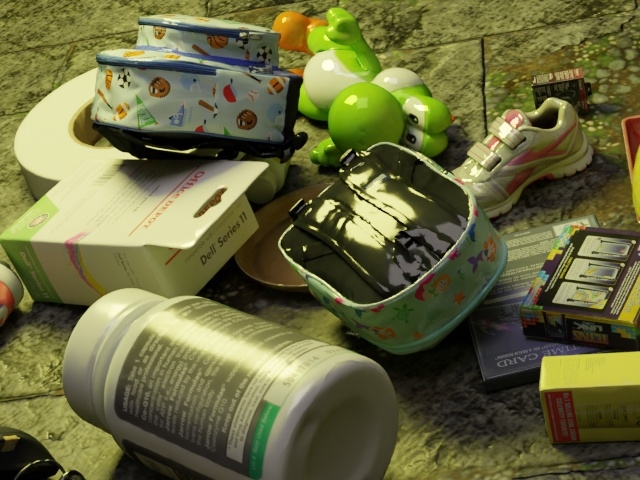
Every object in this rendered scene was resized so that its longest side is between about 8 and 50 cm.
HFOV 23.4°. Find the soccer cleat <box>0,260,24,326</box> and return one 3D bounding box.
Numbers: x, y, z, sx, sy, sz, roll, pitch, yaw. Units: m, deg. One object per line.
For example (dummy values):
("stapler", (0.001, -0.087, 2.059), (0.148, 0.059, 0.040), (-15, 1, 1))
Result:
("soccer cleat", (-0.569, 0.078, 2.145), (0.318, 0.109, 0.116), (5, 43, 23))

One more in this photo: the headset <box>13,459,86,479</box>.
("headset", (-0.411, 0.374, 1.665), (0.394, 0.185, 0.243), (-32, 31, 2))

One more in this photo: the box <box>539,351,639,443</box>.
("box", (0.357, 0.167, 1.663), (0.232, 0.087, 0.058), (-3, 36, 16))

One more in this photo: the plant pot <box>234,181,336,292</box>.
("plant pot", (0.000, 0.000, 2.091), (0.236, 0.032, 0.236), (-10, 35, 7))

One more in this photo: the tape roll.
("tape roll", (-0.286, -0.176, 2.422), (0.392, 0.072, 0.392), (-11, 34, 7))

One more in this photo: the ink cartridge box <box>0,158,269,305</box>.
("ink cartridge box", (-0.232, -0.010, 2.084), (0.353, 0.119, 0.207), (3, 38, 38))

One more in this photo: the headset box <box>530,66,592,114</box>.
("headset box", (0.349, -0.211, 2.228), (0.083, 0.062, 0.032), (-10, 35, 10))

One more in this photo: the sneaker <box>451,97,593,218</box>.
("sneaker", (0.250, -0.118, 2.090), (0.252, 0.111, 0.103), (-29, 36, -19))

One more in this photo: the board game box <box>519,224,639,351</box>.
("board game box", (0.331, 0.053, 1.826), (0.141, 0.048, 0.170), (8, 40, 27))

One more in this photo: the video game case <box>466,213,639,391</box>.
("video game case", (0.272, 0.071, 1.889), (0.196, 0.026, 0.274), (-13, 35, 3))

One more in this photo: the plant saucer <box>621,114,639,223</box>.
("plant saucer", (0.532, -0.094, 2.001), (0.259, 0.048, 0.258), (-7, 35, 10))

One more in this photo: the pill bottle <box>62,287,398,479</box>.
("pill bottle", (-0.109, 0.179, 1.725), (0.361, 0.204, 0.204), (18, 46, 38))

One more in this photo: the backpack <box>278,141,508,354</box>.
("backpack", (0.100, 0.021, 1.865), (0.225, 0.191, 0.253), (-44, 32, -9))

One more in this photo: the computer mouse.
("computer mouse", (-0.380, 0.228, 1.722), (0.184, 0.262, 0.060), (-21, 69, 40))

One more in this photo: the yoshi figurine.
("yoshi figurine", (0.031, -0.215, 2.266), (0.203, 0.203, 0.362), (-45, 44, -13))

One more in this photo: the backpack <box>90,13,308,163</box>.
("backpack", (-0.179, -0.205, 2.116), (0.263, 0.213, 0.276), (-4, 4, -25))

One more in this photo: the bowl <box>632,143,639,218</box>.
("bowl", (0.516, -0.127, 1.875), (0.289, 0.156, 0.289), (-10, 35, 7))

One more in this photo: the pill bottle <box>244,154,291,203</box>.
("pill bottle", (-0.080, -0.106, 2.244), (0.065, 0.065, 0.116), (-6, 34, 14))
